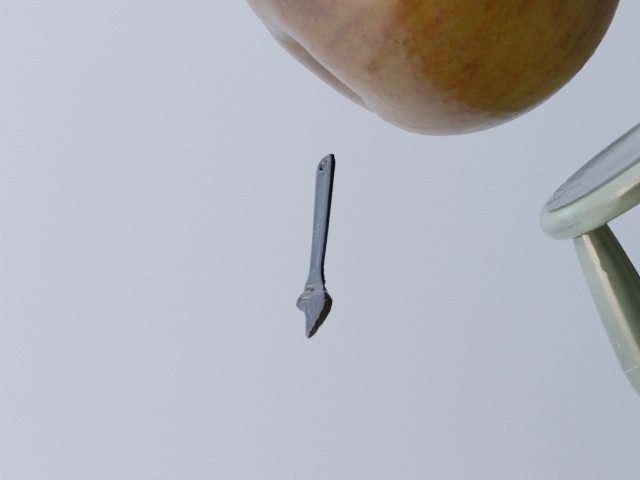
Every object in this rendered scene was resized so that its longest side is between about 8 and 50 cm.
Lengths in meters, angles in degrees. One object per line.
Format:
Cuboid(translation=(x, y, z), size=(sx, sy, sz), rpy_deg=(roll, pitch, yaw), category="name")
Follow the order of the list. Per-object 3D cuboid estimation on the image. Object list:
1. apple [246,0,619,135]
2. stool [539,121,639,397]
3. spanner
Cuboid(translation=(0.100, -0.282, 1.197), size=(0.400, 0.400, 0.334), rpy_deg=(-9, -50, -62), category="apple")
Cuboid(translation=(0.304, 0.000, 0.940), size=(0.195, 0.195, 0.199), rpy_deg=(-41, -84, -36), category="stool")
Cuboid(translation=(0.000, 0.000, 1.061), size=(0.012, 0.046, 0.209), rpy_deg=(27, -134, -24), category="spanner")
